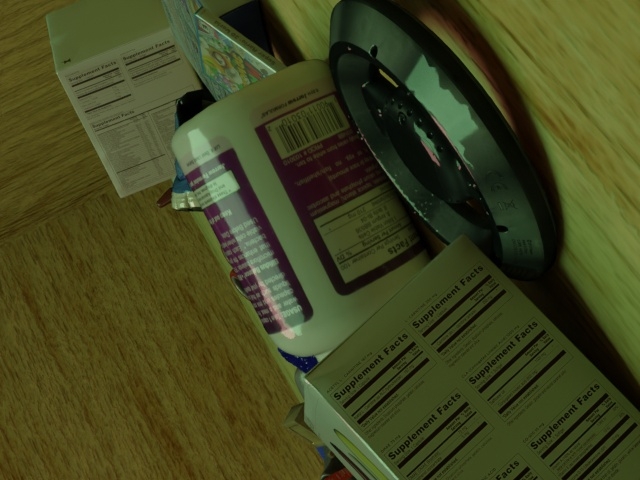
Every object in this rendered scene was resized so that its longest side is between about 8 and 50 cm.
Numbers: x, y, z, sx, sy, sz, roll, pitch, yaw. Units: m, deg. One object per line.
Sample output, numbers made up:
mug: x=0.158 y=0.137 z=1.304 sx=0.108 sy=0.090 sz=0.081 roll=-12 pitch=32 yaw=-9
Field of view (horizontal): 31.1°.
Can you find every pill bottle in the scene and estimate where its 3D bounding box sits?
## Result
pill bottle: x=0.000 y=0.000 z=1.067 sx=0.302 sy=0.169 sz=0.169 roll=63 pitch=172 yaw=-2

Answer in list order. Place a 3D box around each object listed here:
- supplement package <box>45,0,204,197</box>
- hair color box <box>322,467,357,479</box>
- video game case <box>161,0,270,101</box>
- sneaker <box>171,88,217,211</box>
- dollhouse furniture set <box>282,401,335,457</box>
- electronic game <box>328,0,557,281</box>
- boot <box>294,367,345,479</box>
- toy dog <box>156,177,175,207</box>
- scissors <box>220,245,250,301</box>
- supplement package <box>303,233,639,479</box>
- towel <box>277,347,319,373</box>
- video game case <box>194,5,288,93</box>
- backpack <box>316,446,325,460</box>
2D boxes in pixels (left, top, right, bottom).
supplement package: x=-0.299 y=-0.254 z=1.887 sx=0.199 sy=0.198 sz=0.263 roll=-114 pitch=2 yaw=-49
hair color box: x=0.086 y=0.371 z=1.726 sx=0.093 sy=0.167 sz=0.053 roll=63 pitch=170 yaw=-9
video game case: x=-0.131 y=-0.265 z=1.382 sx=0.244 sy=0.061 sz=0.269 roll=58 pitch=171 yaw=29
sneaker: x=-0.135 y=-0.138 z=1.591 sx=0.330 sy=0.129 sz=0.147 roll=-97 pitch=9 yaw=-76
dollhouse furniture set: x=0.078 y=0.224 z=1.429 sx=0.182 sy=0.101 sz=0.161 roll=35 pitch=152 yaw=-12
electronic game: x=0.079 y=-0.067 z=0.781 sx=0.229 sy=0.048 sz=0.229 roll=52 pitch=171 yaw=12
boot: x=0.027 y=0.361 z=1.831 sx=0.118 sy=0.222 sz=0.338 roll=-37 pitch=87 yaw=43
toy dog: x=-0.275 y=-0.178 z=2.183 sx=0.334 sy=0.161 sz=0.220 roll=66 pitch=171 yaw=-24
scissors: x=-0.030 y=0.070 z=1.422 sx=0.297 sy=0.021 sz=0.109 roll=23 pitch=142 yaw=46
supplement package: x=0.107 y=0.139 z=0.807 sx=0.203 sy=0.149 sz=0.194 roll=47 pitch=168 yaw=13
towel: x=-0.001 y=0.100 z=1.517 sx=0.227 sy=0.076 sz=0.308 roll=37 pitch=155 yaw=37
video game case: x=-0.063 y=-0.166 z=1.217 sx=0.166 sy=0.015 sz=0.119 roll=37 pitch=161 yaw=14
backpack: x=0.059 y=0.381 z=2.176 sx=0.120 sy=0.101 sz=0.098 roll=27 pitch=-157 yaw=-40
